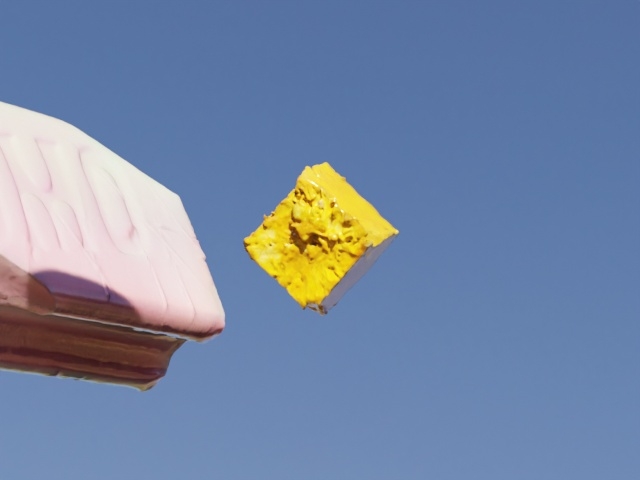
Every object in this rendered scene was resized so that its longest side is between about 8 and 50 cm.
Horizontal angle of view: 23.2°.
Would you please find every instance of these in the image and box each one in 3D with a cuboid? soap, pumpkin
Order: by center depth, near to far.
[{"bbox_3d":[0.000,0.000,1.030,0.074,0.054,0.083,46,-67,10],"label":"pumpkin"},{"bbox_3d":[-0.235,-0.007,1.143,0.109,0.192,0.324,-40,-32,26],"label":"soap"}]
